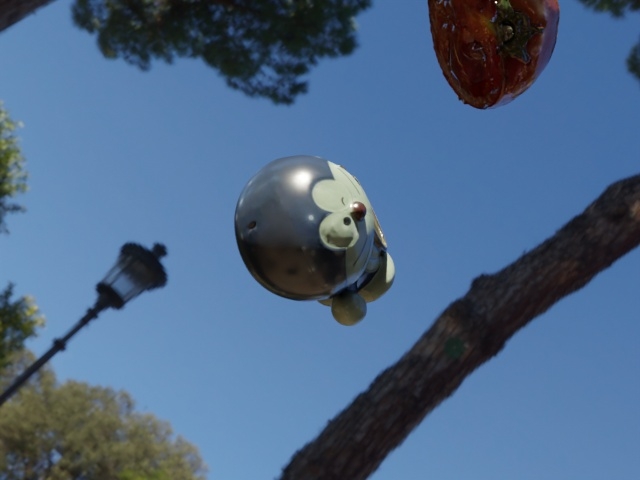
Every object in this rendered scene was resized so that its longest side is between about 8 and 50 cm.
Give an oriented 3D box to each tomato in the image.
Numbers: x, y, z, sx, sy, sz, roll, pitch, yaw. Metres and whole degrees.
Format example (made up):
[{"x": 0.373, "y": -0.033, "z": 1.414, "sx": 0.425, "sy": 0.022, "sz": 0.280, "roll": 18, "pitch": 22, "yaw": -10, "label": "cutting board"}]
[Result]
[{"x": 0.162, "y": -0.205, "z": 0.823, "sx": 0.139, "sy": 0.091, "sz": 0.159, "roll": -142, "pitch": -145, "yaw": -62, "label": "tomato"}]

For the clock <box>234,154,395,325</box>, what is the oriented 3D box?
[{"x": 0.000, "y": 0.000, "z": 1.020, "sx": 0.146, "sy": 0.243, "sz": 0.199, "roll": -20, "pitch": -107, "yaw": 13, "label": "clock"}]
